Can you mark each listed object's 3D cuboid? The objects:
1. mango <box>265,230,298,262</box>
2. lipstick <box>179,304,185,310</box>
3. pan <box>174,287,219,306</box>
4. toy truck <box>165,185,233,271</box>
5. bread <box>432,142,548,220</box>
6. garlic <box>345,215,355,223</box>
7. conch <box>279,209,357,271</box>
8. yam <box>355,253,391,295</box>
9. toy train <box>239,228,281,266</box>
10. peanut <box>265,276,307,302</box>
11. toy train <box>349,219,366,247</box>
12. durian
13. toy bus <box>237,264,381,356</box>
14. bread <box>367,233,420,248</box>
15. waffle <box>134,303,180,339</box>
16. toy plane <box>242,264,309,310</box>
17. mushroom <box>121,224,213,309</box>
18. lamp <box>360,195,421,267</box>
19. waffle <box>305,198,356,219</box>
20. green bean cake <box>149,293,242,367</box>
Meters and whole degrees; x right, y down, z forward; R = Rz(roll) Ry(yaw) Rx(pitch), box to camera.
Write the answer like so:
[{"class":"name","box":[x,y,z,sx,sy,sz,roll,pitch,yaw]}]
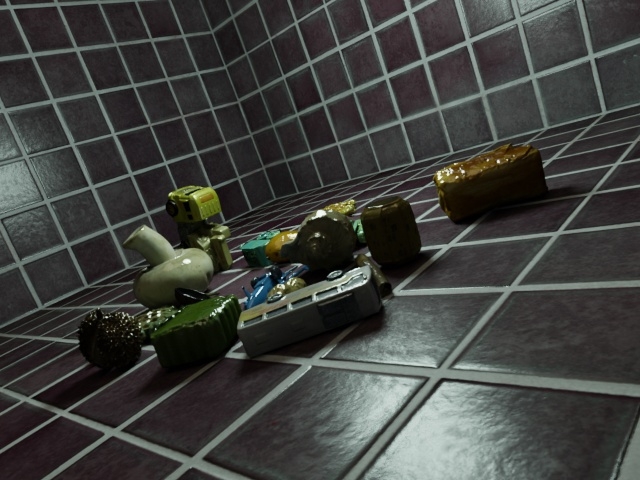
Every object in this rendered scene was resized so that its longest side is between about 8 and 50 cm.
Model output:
[{"class":"mango","box":[-0.110,0.015,1.996,0.227,0.110,0.147,-20,23,-1]},{"class":"lipstick","box":[-0.483,0.239,1.804,0.037,0.037,0.116,-23,8,-14]},{"class":"pan","box":[-0.418,0.211,1.784,0.201,0.048,0.128,16,5,-44]},{"class":"toy truck","box":[-0.531,-0.041,2.294,0.253,0.406,0.180,-1,20,32]},{"class":"bread","box":[0.545,-0.190,1.643,0.343,0.195,0.149,-17,32,16]},{"class":"garlic","box":[0.068,-0.051,2.033,0.159,0.102,0.147,-25,11,-25]},{"class":"conch","box":[0.003,0.010,1.672,0.263,0.187,0.324,-23,-5,19]},{"class":"yam","box":[0.142,0.087,1.401,0.045,0.045,0.327,-43,11,3]},{"class":"toy train","box":[-0.234,0.038,2.137,0.163,0.112,0.203,-35,17,-32]},{"class":"peanut","box":[-0.092,0.157,1.364,0.083,0.093,0.194,-45,2,28]},{"class":"toy train","box":[0.135,-0.029,1.871,0.132,0.083,0.200,-11,16,11]},{"class":"durian","box":[-0.601,0.274,1.447,0.195,0.196,0.167,-18,23,12]},{"class":"toy bus","box":[-0.026,0.163,1.197,0.342,0.097,0.138,-20,13,5]},{"class":"bread","box":[0.240,0.001,1.690,0.077,0.105,0.152,-32,-15,-46]},{"class":"waffle","box":[-0.611,0.295,1.700,0.291,0.056,0.309,-24,11,-17]},{"class":"toy plane","box":[-0.157,0.148,1.504,0.254,0.105,0.271,-30,2,25]},{"class":"mushroom","box":[-0.590,0.139,1.939,0.315,0.316,0.355,-9,-19,43]},{"class":"lamp","box":[0.202,-0.024,1.464,0.161,0.185,0.161,-17,13,4]},{"class":"waffle","box":[0.063,-0.138,2.572,0.281,0.058,0.301,-24,13,-9]},{"class":"green bean cake","box":[-0.316,0.233,1.332,0.200,0.113,0.214,-18,11,13]}]
